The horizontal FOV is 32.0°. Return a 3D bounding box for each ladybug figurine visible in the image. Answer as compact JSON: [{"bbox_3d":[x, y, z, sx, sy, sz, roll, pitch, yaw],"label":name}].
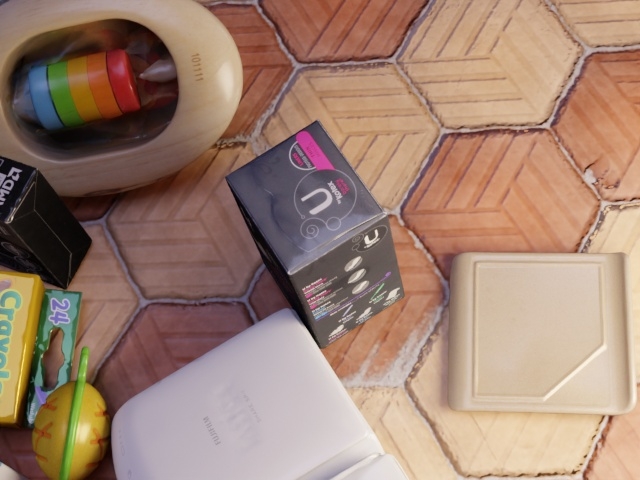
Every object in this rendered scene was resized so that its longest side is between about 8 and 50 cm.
[{"bbox_3d":[-0.328,-0.223,1.616,0.449,0.162,0.305,-7,105,6],"label":"ladybug figurine"}]

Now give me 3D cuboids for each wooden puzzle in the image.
[{"bbox_3d":[0.287,0.121,1.466,0.238,0.044,0.221,-2,66,13],"label":"wooden puzzle"}]

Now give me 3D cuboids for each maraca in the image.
[{"bbox_3d":[-0.323,0.232,1.465,0.099,0.127,0.186,11,58,-14],"label":"maraca"}]

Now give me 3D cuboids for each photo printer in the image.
[{"bbox_3d":[-0.107,0.255,1.404,0.307,0.107,0.256,-30,49,-5],"label":"photo printer"}]

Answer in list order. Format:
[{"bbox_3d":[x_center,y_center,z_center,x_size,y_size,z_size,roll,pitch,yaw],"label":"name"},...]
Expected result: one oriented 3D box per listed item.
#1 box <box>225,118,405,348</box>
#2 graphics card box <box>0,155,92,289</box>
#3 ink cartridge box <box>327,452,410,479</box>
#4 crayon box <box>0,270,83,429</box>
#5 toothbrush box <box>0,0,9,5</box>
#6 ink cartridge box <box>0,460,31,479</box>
[{"bbox_3d":[0.000,0.000,1.435,0.143,0.270,0.165,-32,65,-6],"label":"box"},{"bbox_3d":[-0.527,-0.066,1.570,0.370,0.233,0.094,18,68,15],"label":"graphics card box"},{"bbox_3d":[0.067,0.480,1.264,0.279,0.160,0.385,-30,65,-6],"label":"ink cartridge box"},{"bbox_3d":[-0.497,0.138,1.496,0.322,0.083,0.203,6,73,-6],"label":"crayon box"},{"bbox_3d":[-0.522,-0.337,1.704,0.295,0.216,0.126,-22,64,-1],"label":"toothbrush box"},{"bbox_3d":[-0.527,0.378,1.370,0.129,0.223,0.307,25,72,19],"label":"ink cartridge box"}]
